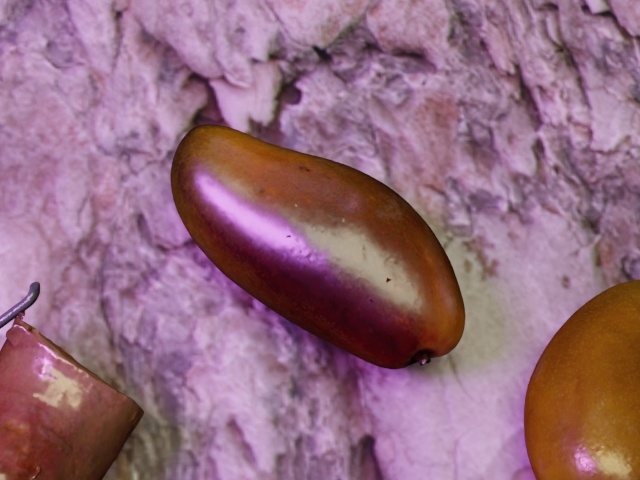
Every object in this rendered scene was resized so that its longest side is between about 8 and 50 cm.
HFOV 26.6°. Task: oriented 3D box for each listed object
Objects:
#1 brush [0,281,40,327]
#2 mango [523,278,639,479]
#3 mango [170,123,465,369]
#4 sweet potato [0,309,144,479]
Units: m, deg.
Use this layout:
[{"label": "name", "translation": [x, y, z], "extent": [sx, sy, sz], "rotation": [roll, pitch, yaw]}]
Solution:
[{"label": "brush", "translation": [-0.302, 0.119, 0.963], "extent": [0.266, 0.062, 0.027], "rotation": [-38, 93, -6]}, {"label": "mango", "translation": [0.229, 0.122, 1.041], "extent": [0.136, 0.099, 0.227], "rotation": [20, 55, 7]}, {"label": "mango", "translation": [0.000, 0.000, 1.059], "extent": [0.267, 0.111, 0.133], "rotation": [34, 81, 8]}, {"label": "sweet potato", "translation": [-0.242, 0.215, 0.915], "extent": [0.131, 0.131, 0.337], "rotation": [25, 63, 5]}]
